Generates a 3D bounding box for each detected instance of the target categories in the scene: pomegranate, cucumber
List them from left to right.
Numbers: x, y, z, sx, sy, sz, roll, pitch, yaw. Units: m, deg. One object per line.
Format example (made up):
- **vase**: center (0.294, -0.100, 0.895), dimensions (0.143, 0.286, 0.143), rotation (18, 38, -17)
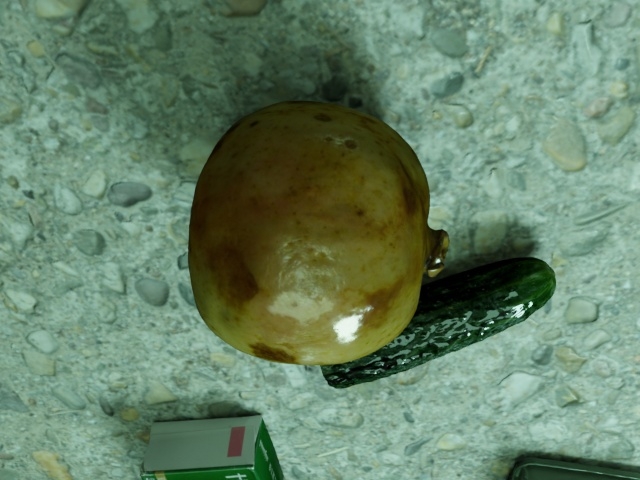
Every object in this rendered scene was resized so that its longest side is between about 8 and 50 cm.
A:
- **pomegranate**: center (0.000, 0.000, 0.774), dimensions (0.215, 0.215, 0.215), rotation (3, 130, 4)
- **cucumber**: center (0.112, 0.076, 0.917), dimensions (0.241, 0.074, 0.074), rotation (-23, 124, 22)

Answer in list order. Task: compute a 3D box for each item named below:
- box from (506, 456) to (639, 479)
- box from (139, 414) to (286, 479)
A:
- **box**: center (0.293, 0.324, 1.086), dimensions (0.172, 0.093, 0.124), rotation (8, 130, 0)
- **box**: center (-0.113, 0.298, 1.124), dimensions (0.135, 0.081, 0.199), rotation (-6, 131, 11)
